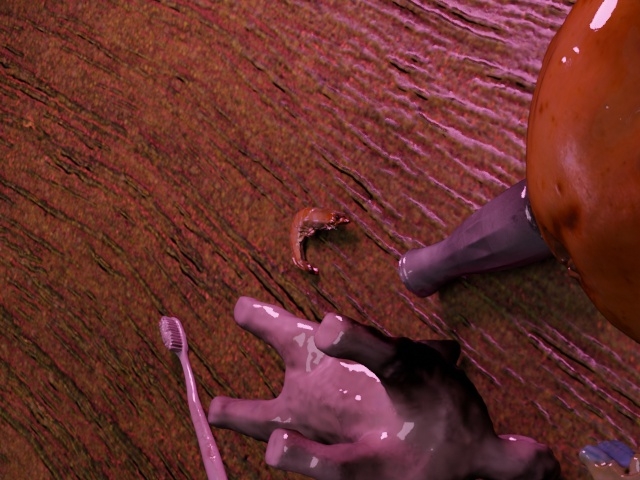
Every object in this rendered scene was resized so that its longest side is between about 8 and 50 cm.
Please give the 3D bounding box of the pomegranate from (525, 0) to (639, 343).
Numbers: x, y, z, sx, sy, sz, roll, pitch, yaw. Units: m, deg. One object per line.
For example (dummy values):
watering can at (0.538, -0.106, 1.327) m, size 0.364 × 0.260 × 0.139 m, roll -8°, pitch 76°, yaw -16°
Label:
pomegranate at (0.374, -0.093, 1.362) m, size 0.410 × 0.410 × 0.410 m, roll -12°, pitch 73°, yaw 44°

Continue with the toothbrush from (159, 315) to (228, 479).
toothbrush at (-0.156, 0.226, 2.050) m, size 0.025 × 0.029 × 0.307 m, roll -36°, pitch 57°, yaw 26°

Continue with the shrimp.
shrimp at (0.000, 0.000, 1.945) m, size 0.114 × 0.023 × 0.083 m, roll -5°, pitch 81°, yaw 51°

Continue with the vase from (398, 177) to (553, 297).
vase at (0.174, 0.003, 1.726) m, size 0.214 × 0.086 × 0.086 m, roll -27°, pitch 62°, yaw 44°

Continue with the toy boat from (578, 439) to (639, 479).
toy boat at (0.363, 0.232, 1.453) m, size 0.276 × 0.111 × 0.084 m, roll -1°, pitch 86°, yaw 45°

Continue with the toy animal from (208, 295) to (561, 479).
toy animal at (0.069, 0.185, 1.704) m, size 0.194 × 0.302 × 0.344 m, roll -71°, pitch 19°, yaw 0°
